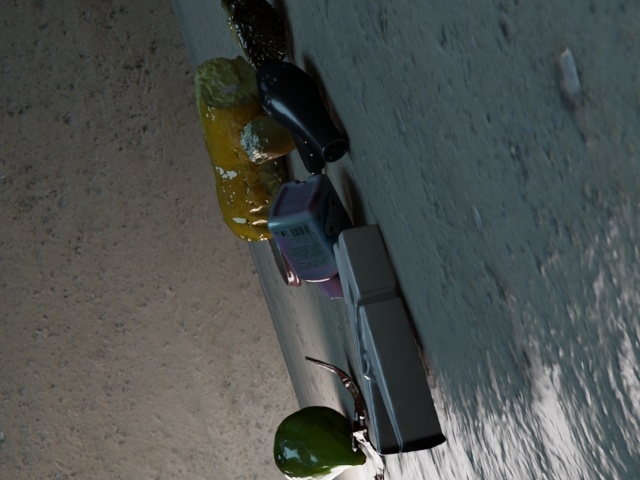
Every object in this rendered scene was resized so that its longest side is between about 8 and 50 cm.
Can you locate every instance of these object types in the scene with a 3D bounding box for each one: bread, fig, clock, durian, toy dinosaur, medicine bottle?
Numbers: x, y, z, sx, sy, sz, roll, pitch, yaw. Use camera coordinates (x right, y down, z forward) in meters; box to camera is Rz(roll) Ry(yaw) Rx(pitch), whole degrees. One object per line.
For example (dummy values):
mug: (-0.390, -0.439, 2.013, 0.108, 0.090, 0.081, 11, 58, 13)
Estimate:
bread: (-0.171, -0.202, 1.881, 0.236, 0.165, 0.375, -117, 14, -52)
bread: (-0.099, -0.198, 1.665, 0.125, 0.106, 0.082, 134, 125, -75)
fig: (0.011, 0.517, 2.084, 0.275, 0.206, 0.206, 2, 110, 57)
clock: (-0.096, 0.001, 2.111, 0.244, 0.056, 0.244, 160, 90, -81)
durian: (-0.108, -0.367, 1.453, 0.148, 0.091, 0.188, 69, -168, 19)
toy dinosaur: (0.054, 0.408, 1.816, 0.206, 0.113, 0.327, -142, 38, -74)
medicine bottle: (0.000, 0.000, 1.363, 0.188, 0.094, 0.119, 61, -151, -31)

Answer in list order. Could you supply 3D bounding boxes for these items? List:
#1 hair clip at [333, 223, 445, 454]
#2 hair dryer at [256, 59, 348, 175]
hair clip: (0.093, 0.144, 1.231, 0.101, 0.085, 0.331, 114, 145, -72)
hair dryer: (-0.008, -0.157, 1.402, 0.235, 0.091, 0.271, 53, 173, 35)
